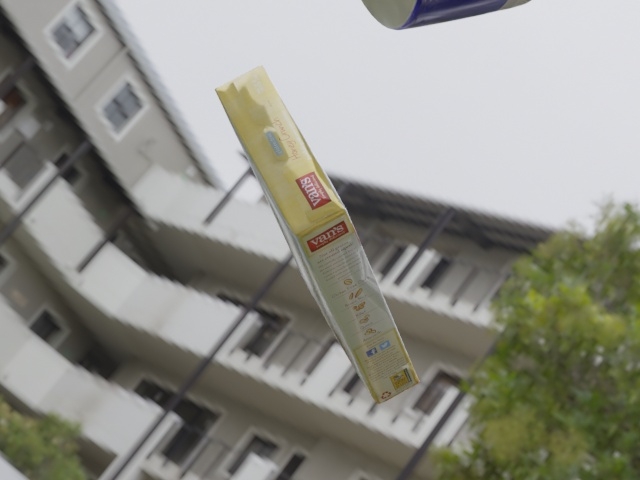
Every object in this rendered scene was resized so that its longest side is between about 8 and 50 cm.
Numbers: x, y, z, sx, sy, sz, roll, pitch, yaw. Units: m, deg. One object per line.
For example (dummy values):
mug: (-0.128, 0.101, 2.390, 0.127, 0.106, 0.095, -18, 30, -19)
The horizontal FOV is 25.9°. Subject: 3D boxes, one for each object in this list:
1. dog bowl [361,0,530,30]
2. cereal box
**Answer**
dog bowl: (0.076, -0.292, 1.024, 0.265, 0.104, 0.264, 165, -90, -79)
cereal box: (0.000, 0.000, 1.089, 0.173, 0.047, 0.240, 60, -4, 39)
